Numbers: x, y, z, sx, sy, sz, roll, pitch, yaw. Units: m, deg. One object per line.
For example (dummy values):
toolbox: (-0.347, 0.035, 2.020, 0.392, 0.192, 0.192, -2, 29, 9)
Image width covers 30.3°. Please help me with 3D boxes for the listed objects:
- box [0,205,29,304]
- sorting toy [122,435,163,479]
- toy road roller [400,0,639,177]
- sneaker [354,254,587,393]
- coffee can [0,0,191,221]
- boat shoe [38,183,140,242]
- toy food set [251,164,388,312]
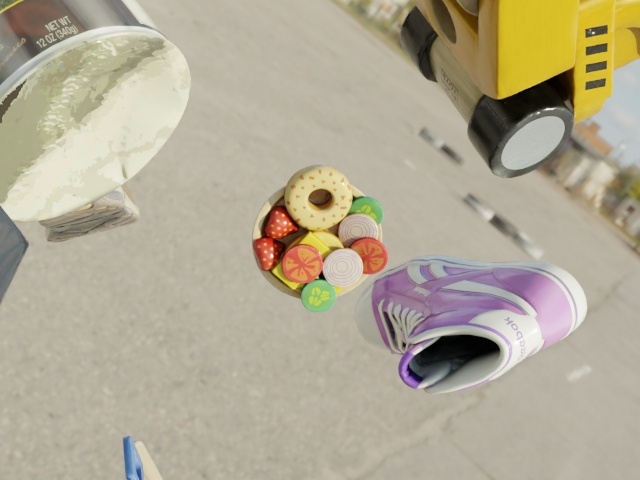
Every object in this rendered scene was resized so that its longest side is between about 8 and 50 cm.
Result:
box: (-0.254, -0.017, 0.435, 0.143, 0.165, 0.270, 1, -37, 23)
sorting toy: (-0.221, 0.381, 1.518, 0.348, 0.047, 0.196, 80, -4, -57)
toy road roller: (0.210, -0.244, 1.107, 0.202, 0.240, 0.330, 60, -7, 34)
sneaker: (0.098, 0.084, 1.143, 0.282, 0.161, 0.102, -12, -76, 51)
coffee can: (-0.264, -0.182, 0.975, 0.275, 0.201, 0.201, 51, 13, 22)
boat shoe: (-0.282, -0.071, 1.398, 0.324, 0.123, 0.117, 148, -72, -77)
toy food set: (0.000, 0.000, 0.723, 0.082, 0.083, 0.020, 40, 10, -17)
